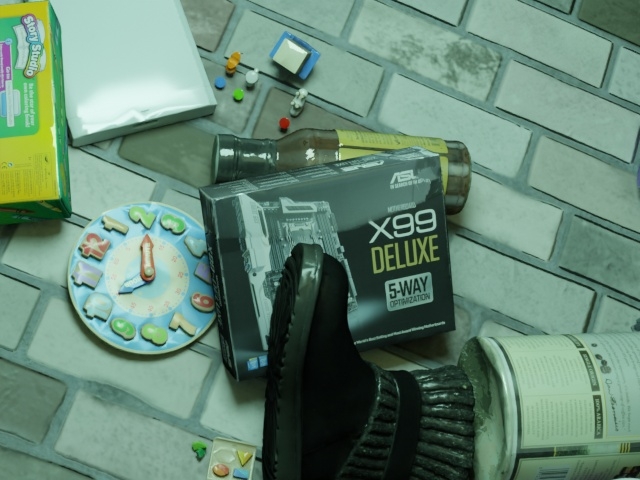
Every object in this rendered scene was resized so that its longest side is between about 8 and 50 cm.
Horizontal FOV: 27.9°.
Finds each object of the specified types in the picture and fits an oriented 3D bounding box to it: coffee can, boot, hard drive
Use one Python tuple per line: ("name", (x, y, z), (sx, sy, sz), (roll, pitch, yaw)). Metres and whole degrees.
("coffee can", (0.332, 0.217, 1.655), (0.275, 0.201, 0.201), (-1, 71, -14))
("boot", (0.068, 0.164, 1.587), (0.260, 0.131, 0.348), (1, 115, -11))
("hard drive", (-0.287, -0.295, 1.775), (0.203, 0.040, 0.307), (-16, 76, -18))

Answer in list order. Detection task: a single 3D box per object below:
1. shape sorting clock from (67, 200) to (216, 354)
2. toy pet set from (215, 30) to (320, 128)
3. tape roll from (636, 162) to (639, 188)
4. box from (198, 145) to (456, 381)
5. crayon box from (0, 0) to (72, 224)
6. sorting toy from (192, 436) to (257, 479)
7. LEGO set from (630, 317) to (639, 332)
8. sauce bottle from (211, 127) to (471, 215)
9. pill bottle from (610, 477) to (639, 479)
("shape sorting clock", (-0.224, 0.046, 1.670), (0.206, 0.040, 0.206), (4, 71, -12))
("toy pet set", (-0.063, -0.235, 1.809), (0.122, 0.065, 0.114), (34, 102, 3))
("tape roll", (0.533, -0.139, 1.834), (0.080, 0.189, 0.189), (27, 67, -3))
("box", (0.013, 0.025, 1.653), (0.307, 0.076, 0.242), (-11, 107, -17))
("crayon box", (-0.414, -0.162, 1.654), (0.165, 0.081, 0.278), (-6, 74, -1))
("sorting toy", (-0.125, 0.280, 1.627), (0.083, 0.012, 0.062), (13, 69, -9))
("LEGO set", (0.595, 0.160, 1.742), (0.255, 0.192, 0.331), (-14, 75, -17))
("sauce bottle", (0.026, -0.098, 1.742), (0.344, 0.111, 0.111), (5, 70, -11))
("pill bottle", (0.340, 0.385, 1.532), (0.182, 0.323, 0.181), (4, 71, -12))
